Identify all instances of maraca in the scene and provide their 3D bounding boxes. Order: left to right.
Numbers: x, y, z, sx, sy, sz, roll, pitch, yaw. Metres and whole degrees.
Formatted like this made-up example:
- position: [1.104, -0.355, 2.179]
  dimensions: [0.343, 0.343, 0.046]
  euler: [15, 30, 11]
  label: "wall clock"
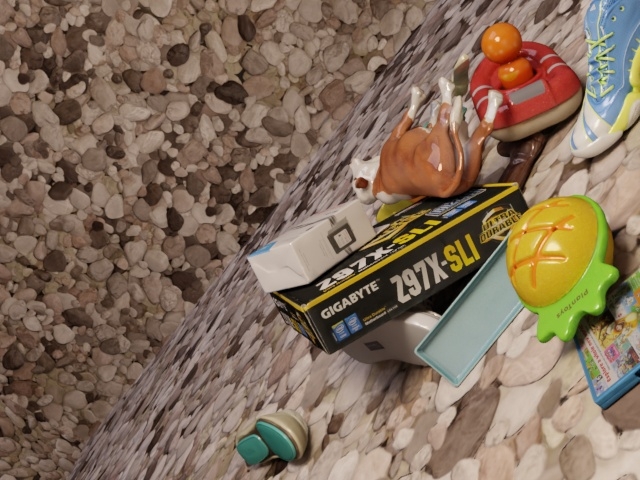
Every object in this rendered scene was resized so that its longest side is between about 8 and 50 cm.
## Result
- position: [0.246, 0.025, 0.830]
  dimensions: [0.127, 0.099, 0.186]
  euler: [-55, 18, 31]
  label: "maraca"

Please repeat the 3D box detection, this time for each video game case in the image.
- position: [0.298, 0.062, 0.730]
  dimensions: [0.166, 0.015, 0.119]
  euler: [-48, 14, 25]
  label: "video game case"

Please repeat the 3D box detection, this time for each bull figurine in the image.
- position: [0.149, -0.134, 1.217]
  dimensions: [0.310, 0.101, 0.189]
  euler: [14, 85, 66]
  label: "bull figurine"

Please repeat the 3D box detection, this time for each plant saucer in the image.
- position: [0.195, 0.079, 0.966]
  dimensions: [0.192, 0.067, 0.018]
  euler: [-53, -11, 9]
  label: "plant saucer"

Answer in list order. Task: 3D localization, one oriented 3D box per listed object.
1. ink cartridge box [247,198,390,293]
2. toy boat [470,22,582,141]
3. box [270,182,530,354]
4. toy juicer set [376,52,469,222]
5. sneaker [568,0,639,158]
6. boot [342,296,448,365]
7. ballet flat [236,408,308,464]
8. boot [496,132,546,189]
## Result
- position: [0.000, 0.000, 1.127]
  dimensions: [0.180, 0.060, 0.104]
  euler: [-34, 11, -40]
  label: "ink cartridge box"
- position: [0.290, -0.256, 1.226]
  dimensions: [0.151, 0.151, 0.231]
  euler: [-24, 21, 13]
  label: "toy boat"
- position: [0.099, 0.027, 1.123]
  dimensions: [0.322, 0.079, 0.257]
  euler: [-29, 10, -10]
  label: "box"
- position: [0.218, -0.165, 1.420]
  dimensions: [0.329, 0.089, 0.209]
  euler: [-66, -10, 21]
  label: "toy juicer set"
- position: [0.357, -0.224, 1.019]
  dimensions: [0.240, 0.126, 0.091]
  euler: [-55, 12, -6]
  label: "sneaker"
- position: [0.119, 0.099, 1.125]
  dimensions: [0.123, 0.095, 0.258]
  euler: [-51, 16, -24]
  label: "boot"
- position: [-0.068, 0.306, 1.308]
  dimensions: [0.086, 0.086, 0.248]
  euler: [-60, 13, -27]
  label: "ballet flat"
- position: [0.276, -0.103, 1.211]
  dimensions: [0.114, 0.037, 0.106]
  euler: [-62, 16, -16]
  label: "boot"
